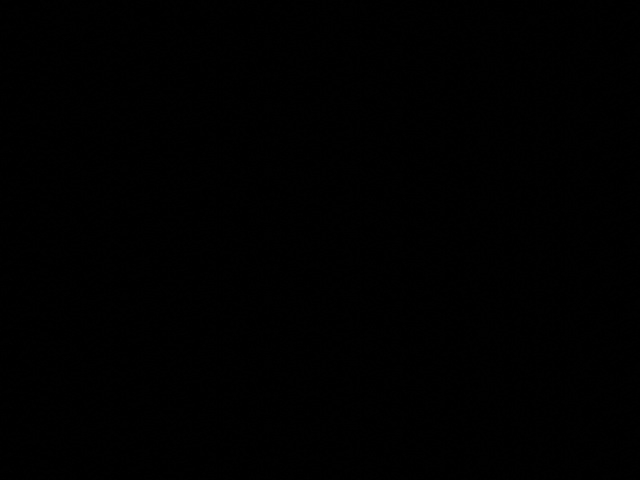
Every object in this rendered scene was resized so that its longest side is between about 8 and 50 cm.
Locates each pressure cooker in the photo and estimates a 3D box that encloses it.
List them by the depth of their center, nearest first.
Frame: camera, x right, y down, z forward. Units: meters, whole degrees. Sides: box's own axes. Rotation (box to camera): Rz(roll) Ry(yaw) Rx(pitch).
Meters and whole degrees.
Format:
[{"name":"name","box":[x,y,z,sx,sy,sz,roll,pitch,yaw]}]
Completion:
[{"name":"pressure cooker","box":[0.005,0.003,0.149,0.370,0.375,0.420,-12,47,30]}]
